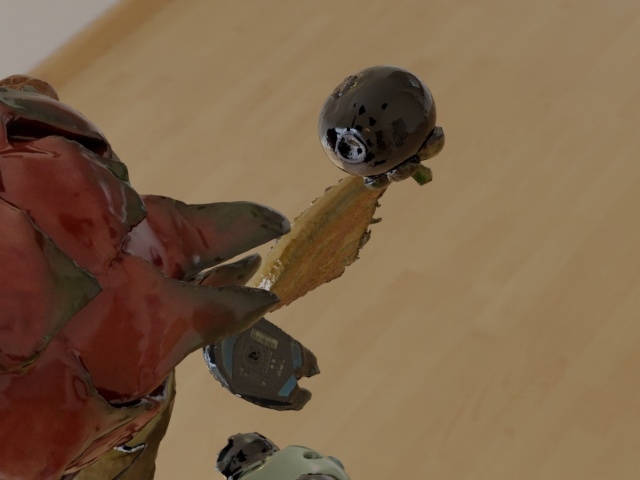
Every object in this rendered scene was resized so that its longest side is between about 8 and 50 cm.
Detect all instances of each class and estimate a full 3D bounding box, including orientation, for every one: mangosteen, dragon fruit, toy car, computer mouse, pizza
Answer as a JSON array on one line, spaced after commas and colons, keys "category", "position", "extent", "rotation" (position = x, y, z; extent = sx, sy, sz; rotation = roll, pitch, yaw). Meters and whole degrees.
[{"category": "mangosteen", "position": [0.072, -0.118, 1.408], "extent": [0.137, 0.151, 0.137], "rotation": [-35, 20, 14]}, {"category": "dragon fruit", "position": [-0.147, 0.030, 0.637], "extent": [0.274, 0.193, 0.192], "rotation": [-1, 30, -45]}, {"category": "toy car", "position": [-0.064, 0.335, 1.330], "extent": [0.255, 0.190, 0.188], "rotation": [-36, 32, -26]}, {"category": "computer mouse", "position": [-0.060, 0.113, 1.188], "extent": [0.047, 0.135, 0.079], "rotation": [-8, 61, 53]}, {"category": "pizza", "position": [0.000, 0.000, 1.981], "extent": [0.081, 0.229, 0.289], "rotation": [41, 92, 23]}]

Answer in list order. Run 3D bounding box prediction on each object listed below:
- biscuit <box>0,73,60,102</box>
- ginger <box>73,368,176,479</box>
[{"category": "biscuit", "position": [-0.378, -0.057, 1.060], "extent": [0.324, 0.205, 0.049], "rotation": [7, 16, -35]}, {"category": "ginger", "position": [-0.222, 0.248, 1.242], "extent": [0.126, 0.354, 0.190], "rotation": [17, 3, 0]}]
